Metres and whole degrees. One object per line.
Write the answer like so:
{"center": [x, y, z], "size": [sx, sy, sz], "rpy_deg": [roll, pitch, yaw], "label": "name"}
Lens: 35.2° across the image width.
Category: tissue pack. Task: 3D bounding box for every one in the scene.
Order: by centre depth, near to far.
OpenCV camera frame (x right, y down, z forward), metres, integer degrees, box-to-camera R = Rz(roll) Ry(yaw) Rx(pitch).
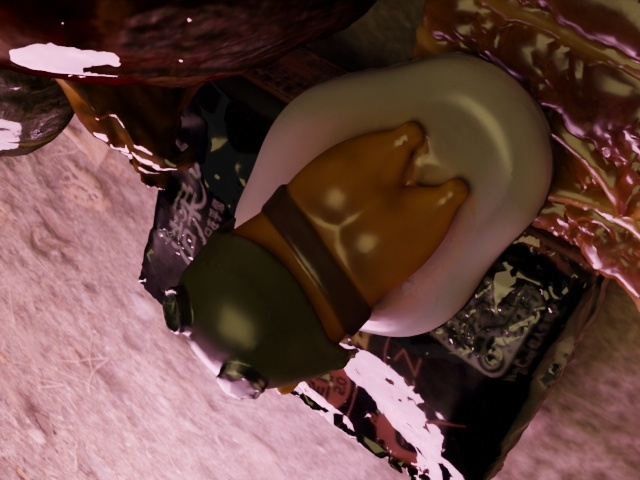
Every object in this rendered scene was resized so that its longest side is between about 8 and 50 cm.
{"center": [0.029, 0.011, 0.734], "size": [0.332, 0.123, 0.245], "rpy_deg": [32, 127, 19], "label": "tissue pack"}

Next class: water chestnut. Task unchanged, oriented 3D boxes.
{"center": [-0.108, -0.190, 0.576], "size": [0.335, 0.335, 0.347], "rpy_deg": [30, 130, 25], "label": "water chestnut"}

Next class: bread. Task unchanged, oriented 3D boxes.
{"center": [0.183, -0.069, 0.553], "size": [0.274, 0.114, 0.185], "rpy_deg": [40, 134, 19], "label": "bread"}

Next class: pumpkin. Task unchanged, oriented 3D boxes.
{"center": [-0.313, -0.176, 0.895], "size": [0.223, 0.157, 0.224], "rpy_deg": [16, 129, 21], "label": "pumpkin"}

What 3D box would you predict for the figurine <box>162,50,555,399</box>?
{"center": [0.000, 0.000, 0.571], "size": [0.167, 0.141, 0.250], "rpy_deg": [52, 133, 5], "label": "figurine"}
